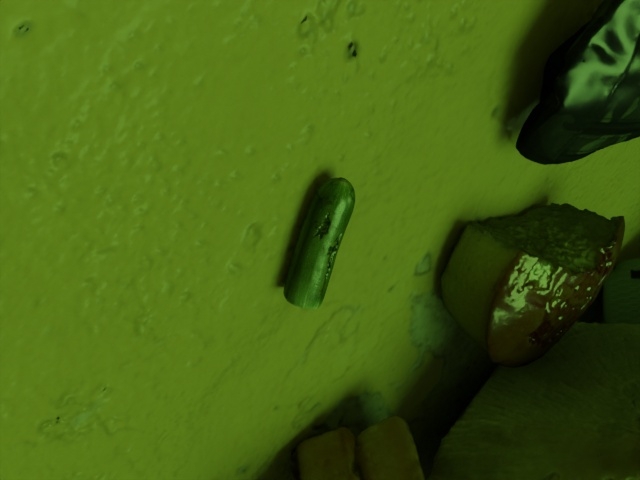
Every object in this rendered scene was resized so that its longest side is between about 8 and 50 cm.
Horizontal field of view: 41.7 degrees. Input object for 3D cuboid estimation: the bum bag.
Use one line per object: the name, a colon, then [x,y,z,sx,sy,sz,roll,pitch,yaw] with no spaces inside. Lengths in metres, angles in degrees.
bum bag: [0.283,-0.141,0.650,0.340,0.095,0.144,-15,144,-38]

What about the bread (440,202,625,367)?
bread: [0.166,0.037,0.668,0.156,0.086,0.125,-17,131,-37]

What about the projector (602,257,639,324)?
projector: [0.427,0.114,0.873,0.198,0.250,0.108,63,31,-50]

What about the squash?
squash: [0.000,0.000,0.511,0.027,0.027,0.083,-7,122,-44]

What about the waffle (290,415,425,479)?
waffle: [0.061,0.313,0.668,0.098,0.224,0.327,-13,135,2]

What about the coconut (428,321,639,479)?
coconut: [0.260,0.235,0.716,0.346,0.346,0.360,-38,141,-19]
